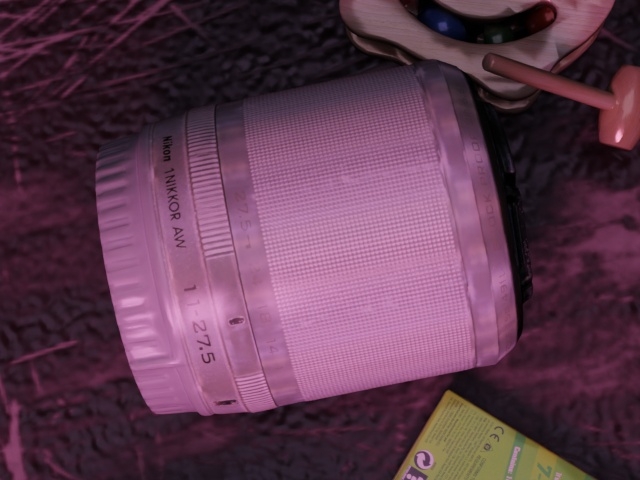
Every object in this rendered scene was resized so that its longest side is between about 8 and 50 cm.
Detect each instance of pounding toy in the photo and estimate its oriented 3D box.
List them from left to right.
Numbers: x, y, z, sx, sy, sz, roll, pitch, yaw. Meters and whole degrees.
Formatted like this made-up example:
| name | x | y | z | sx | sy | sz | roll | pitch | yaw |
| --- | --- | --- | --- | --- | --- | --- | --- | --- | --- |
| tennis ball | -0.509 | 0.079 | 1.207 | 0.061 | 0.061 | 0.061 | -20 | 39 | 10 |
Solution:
| name | x | y | z | sx | sy | sz | roll | pitch | yaw |
| --- | --- | --- | --- | --- | --- | --- | --- | --- | --- |
| pounding toy | 0.139 | -0.187 | 1.029 | 0.269 | 0.155 | 0.154 | 24 | 88 | 6 |

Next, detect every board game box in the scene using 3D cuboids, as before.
| name | x | y | z | sx | sy | sz | roll | pitch | yaw |
| --- | --- | --- | --- | --- | --- | --- | --- | --- | --- |
| board game box | 0.174 | 0.231 | 1.027 | 0.259 | 0.039 | 0.124 | 31 | 85 | 10 |

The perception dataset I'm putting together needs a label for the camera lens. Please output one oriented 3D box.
| name | x | y | z | sx | sy | sz | roll | pitch | yaw |
| --- | --- | --- | --- | --- | --- | --- | --- | --- | --- |
| camera lens | 0.000 | 0.000 | 0.977 | 0.274 | 0.219 | 0.219 | -11 | 81 | 2 |
